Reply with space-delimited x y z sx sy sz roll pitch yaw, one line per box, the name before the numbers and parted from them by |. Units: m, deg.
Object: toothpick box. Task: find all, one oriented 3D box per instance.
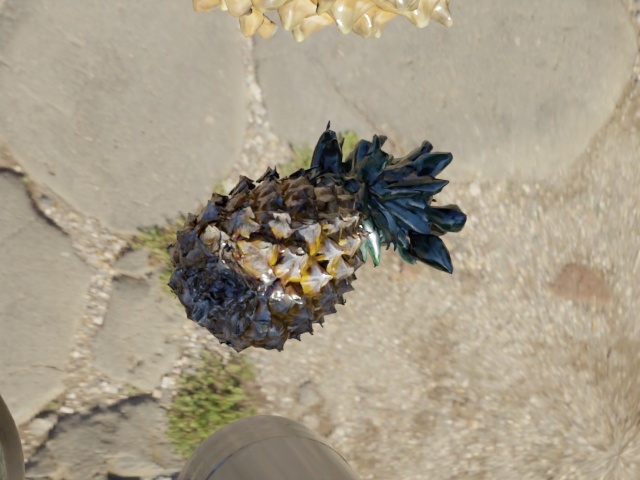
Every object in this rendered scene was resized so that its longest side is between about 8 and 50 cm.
toothpick box | -0.011 0.177 0.660 0.111 0.180 0.111 -4 103 -19

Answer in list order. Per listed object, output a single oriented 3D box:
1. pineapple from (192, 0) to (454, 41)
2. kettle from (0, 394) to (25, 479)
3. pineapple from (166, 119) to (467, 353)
pineapple | 0.003 -0.171 0.400 0.223 0.357 0.223 0 101 1
kettle | -0.355 0.181 0.748 0.251 0.271 0.207 35 109 -2
pineapple | 0.000 -0.001 0.609 0.103 0.221 0.083 23 117 20
